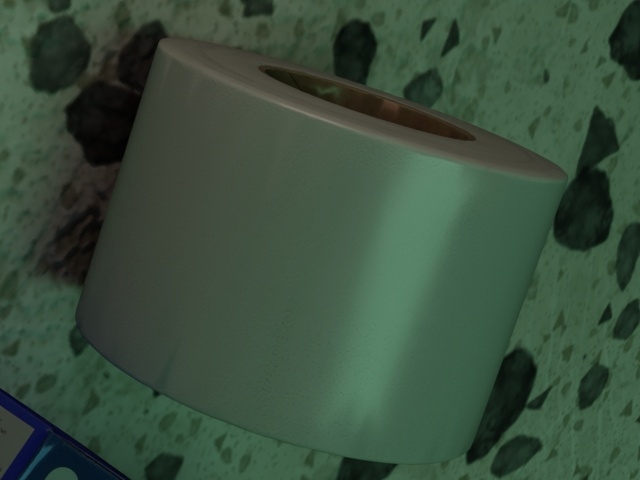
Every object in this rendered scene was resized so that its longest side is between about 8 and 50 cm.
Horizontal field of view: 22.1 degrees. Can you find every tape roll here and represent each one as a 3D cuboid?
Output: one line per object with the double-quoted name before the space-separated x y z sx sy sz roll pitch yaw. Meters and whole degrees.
"tape roll" 0.000 0.000 0.933 0.246 0.246 0.169 6 107 -49

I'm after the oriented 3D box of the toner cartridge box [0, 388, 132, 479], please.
"toner cartridge box" -0.127 0.173 0.954 0.075 0.165 0.348 -53 140 -10
